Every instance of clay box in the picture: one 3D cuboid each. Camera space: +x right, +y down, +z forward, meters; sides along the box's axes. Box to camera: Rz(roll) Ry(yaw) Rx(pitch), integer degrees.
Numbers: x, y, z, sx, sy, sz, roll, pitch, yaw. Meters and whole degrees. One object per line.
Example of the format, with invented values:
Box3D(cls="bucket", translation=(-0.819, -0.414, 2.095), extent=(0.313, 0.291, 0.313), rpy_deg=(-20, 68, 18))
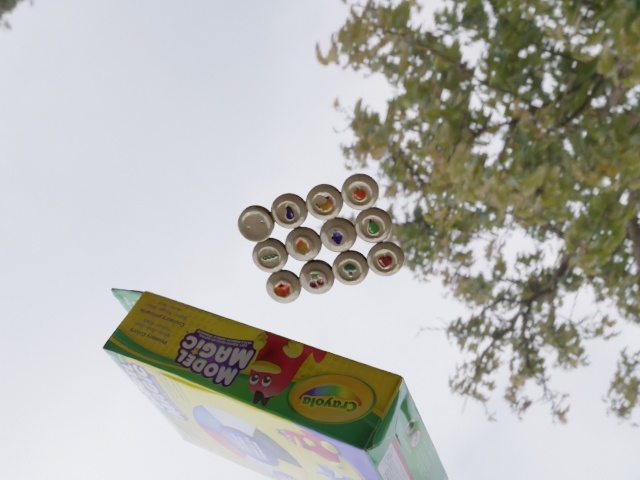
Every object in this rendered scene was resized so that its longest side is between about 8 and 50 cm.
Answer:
Box3D(cls="clay box", translation=(-0.040, 0.104, 0.536), extent=(0.222, 0.127, 0.053), rpy_deg=(13, -124, 32))

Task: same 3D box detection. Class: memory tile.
Box3D(cls="memory tile", translation=(0.000, 0.000, 0.842), extent=(0.148, 0.113, 0.012), rpy_deg=(-16, -162, 15))
